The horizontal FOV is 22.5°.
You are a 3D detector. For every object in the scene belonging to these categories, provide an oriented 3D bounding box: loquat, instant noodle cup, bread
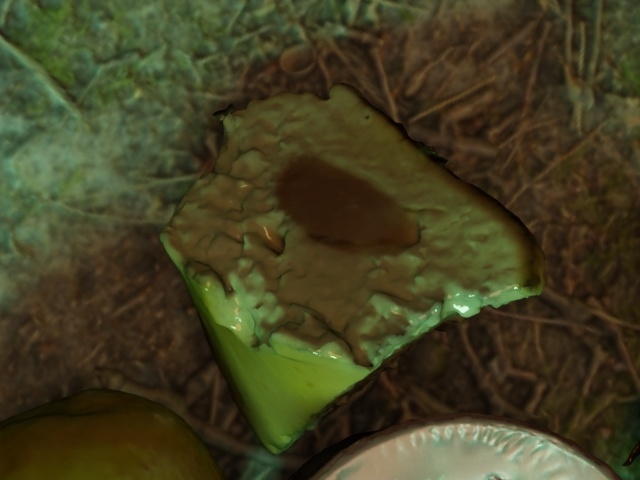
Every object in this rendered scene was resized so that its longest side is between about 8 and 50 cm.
[{"bbox_3d":[-0.147,0.194,0.967,0.213,0.213,0.213,0,88,-8],"label":"loquat"},{"bbox_3d":[0.062,0.219,0.975,0.243,0.231,0.243,0,87,-8],"label":"instant noodle cup"},{"bbox_3d":[-0.001,-0.007,0.992,0.184,0.224,0.211,-30,84,-14],"label":"bread"}]

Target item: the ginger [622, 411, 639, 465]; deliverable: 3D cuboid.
[{"bbox_3d":[0.283,0.125,1.025,0.254,0.176,0.418,34,68,-7],"label":"ginger"}]
